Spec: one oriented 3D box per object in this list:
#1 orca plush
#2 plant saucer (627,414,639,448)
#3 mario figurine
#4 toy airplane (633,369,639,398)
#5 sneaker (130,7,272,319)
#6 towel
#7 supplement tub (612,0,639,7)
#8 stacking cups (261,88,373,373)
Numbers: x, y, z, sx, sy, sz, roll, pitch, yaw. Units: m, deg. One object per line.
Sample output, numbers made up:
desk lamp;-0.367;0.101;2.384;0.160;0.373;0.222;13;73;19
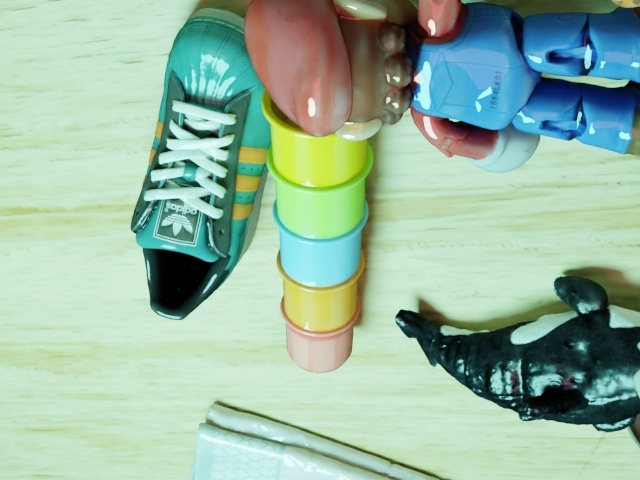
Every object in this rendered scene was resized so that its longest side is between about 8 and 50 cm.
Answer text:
orca plush;0.190;0.110;1.317;0.287;0.102;0.151;16;123;26
plant saucer;0.372;0.149;1.347;0.199;0.036;0.198;12;135;12
mario figurine;0.102;-0.157;1.148;0.321;0.170;0.198;7;91;5
toy airplane;0.440;-0.004;1.008;0.384;0.272;0.386;8;122;-11
sneaker;-0.100;-0.053;1.298;0.108;0.121;0.302;16;134;8
towel;-0.004;0.340;1.670;0.317;0.053;0.331;19;136;5
supplement tub;0.168;-0.246;0.999;0.190;0.117;0.117;36;135;-27
stacking cups;0.000;0.000;1.322;0.096;0.096;0.316;11;134;13
